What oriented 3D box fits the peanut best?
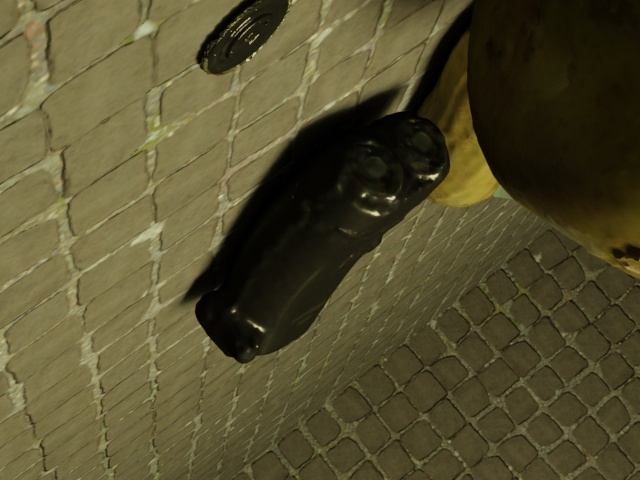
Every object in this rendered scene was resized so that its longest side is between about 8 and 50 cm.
[{"bbox_3d":[0.183,-0.134,1.349,0.147,0.147,0.319,-34,163,-26],"label":"peanut"}]

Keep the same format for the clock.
[{"bbox_3d":[-0.052,-0.149,0.899,0.083,0.010,0.074,-44,167,18],"label":"clock"}]

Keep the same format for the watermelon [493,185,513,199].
[{"bbox_3d":[0.390,-0.126,1.809,0.319,0.214,0.289,-31,168,15],"label":"watermelon"}]

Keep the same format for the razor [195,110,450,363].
[{"bbox_3d":[-0.003,-0.002,1.323,0.189,0.107,0.327,-28,164,-46],"label":"razor"}]

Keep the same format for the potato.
[{"bbox_3d":[0.270,-0.145,0.982,0.319,0.385,0.442,-33,-158,4],"label":"potato"}]
